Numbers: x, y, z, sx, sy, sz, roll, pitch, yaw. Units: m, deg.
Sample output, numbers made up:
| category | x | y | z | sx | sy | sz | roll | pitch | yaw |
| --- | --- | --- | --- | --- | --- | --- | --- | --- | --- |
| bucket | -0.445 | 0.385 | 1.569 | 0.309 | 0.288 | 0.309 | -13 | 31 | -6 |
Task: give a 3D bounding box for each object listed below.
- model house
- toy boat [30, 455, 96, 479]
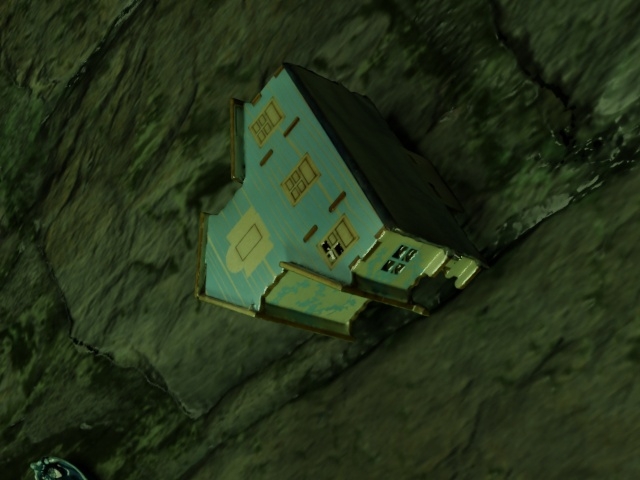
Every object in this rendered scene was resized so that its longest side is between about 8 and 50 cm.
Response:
| category | x | y | z | sx | sy | sz | roll | pitch | yaw |
| --- | --- | --- | --- | --- | --- | --- | --- | --- | --- |
| model house | 0.000 | 0.000 | 1.203 | 0.206 | 0.178 | 0.271 | -49 | 51 | 21 |
| toy boat | -0.297 | 0.294 | 1.552 | 0.137 | 0.060 | 0.060 | 32 | 105 | 48 |
